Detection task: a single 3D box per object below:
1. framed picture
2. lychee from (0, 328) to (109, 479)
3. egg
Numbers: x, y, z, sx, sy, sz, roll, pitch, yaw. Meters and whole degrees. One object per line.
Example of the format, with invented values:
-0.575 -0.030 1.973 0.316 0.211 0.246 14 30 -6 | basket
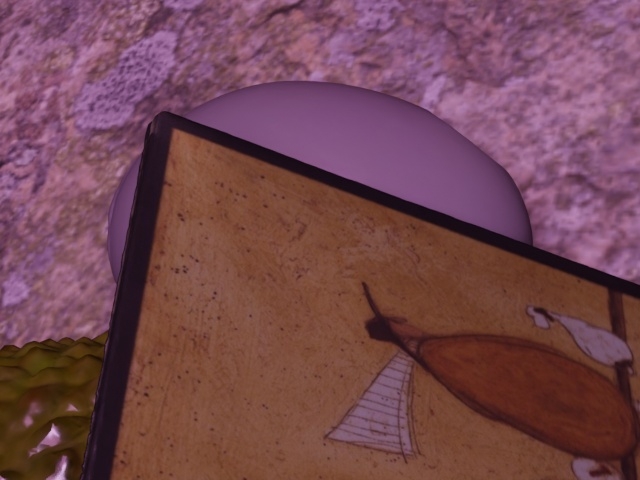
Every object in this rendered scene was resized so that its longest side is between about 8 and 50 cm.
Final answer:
0.069 0.099 0.530 0.014 0.338 0.255 -48 29 48 | framed picture
-0.129 0.185 0.581 0.320 0.270 0.270 -27 48 26 | lychee
0.000 0.000 0.699 0.232 0.176 0.176 -2 57 26 | egg
